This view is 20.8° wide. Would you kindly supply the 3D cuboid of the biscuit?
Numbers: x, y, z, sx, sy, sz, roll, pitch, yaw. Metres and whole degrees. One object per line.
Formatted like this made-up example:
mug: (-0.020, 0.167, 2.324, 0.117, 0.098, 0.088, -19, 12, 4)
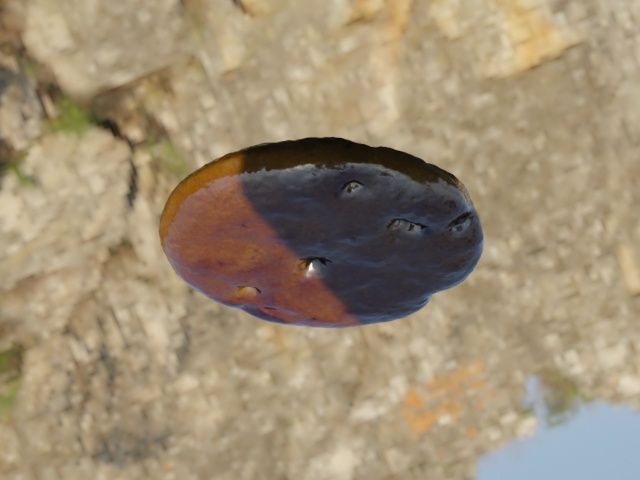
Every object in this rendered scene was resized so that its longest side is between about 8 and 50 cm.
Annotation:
biscuit: (0.000, 0.000, 1.133, 0.212, 0.212, 0.036, -18, -127, 26)
